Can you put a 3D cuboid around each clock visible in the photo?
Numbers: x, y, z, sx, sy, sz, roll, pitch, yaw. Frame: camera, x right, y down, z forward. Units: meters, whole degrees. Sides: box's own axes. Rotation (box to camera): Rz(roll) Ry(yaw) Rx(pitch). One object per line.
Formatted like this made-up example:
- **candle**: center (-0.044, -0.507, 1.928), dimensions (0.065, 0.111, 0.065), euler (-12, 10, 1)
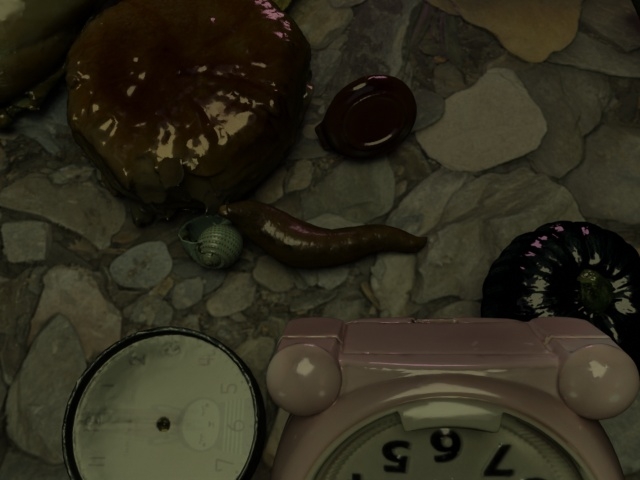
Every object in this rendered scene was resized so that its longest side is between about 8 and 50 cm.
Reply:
- **clock**: center (-0.167, 0.197, 0.699), dimensions (0.215, 0.042, 0.214), euler (0, 69, 1)
- **clock**: center (0.104, 0.235, 0.571), dimensions (0.342, 0.184, 0.325), euler (-1, 94, 10)

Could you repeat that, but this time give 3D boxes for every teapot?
- **teapot**: center (0.056, -0.154, 0.822), dimensions (0.129, 0.078, 0.098), euler (-28, 111, 4)

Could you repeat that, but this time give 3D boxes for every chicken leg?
- **chicken leg**: center (-0.322, -0.340, 0.874), dimensions (0.201, 0.152, 0.429), euler (46, 68, 4)

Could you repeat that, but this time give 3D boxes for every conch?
- **conch**: center (-0.127, 0.002, 0.768), dimensions (0.076, 0.085, 0.056), euler (4, 113, 9)

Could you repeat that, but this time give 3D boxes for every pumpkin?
- **pumpkin**: center (0.266, 0.074, 0.692), dimensions (0.194, 0.150, 0.194), euler (-1, 91, -26)

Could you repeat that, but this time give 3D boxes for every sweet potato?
- **sweet potato**: center (0.002, 0.002, 0.768), dimensions (0.250, 0.059, 0.069), euler (10, 91, -7)

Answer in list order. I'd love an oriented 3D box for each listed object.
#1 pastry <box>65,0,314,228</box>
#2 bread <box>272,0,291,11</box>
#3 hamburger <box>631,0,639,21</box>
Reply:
- **pastry**: center (-0.168, -0.187, 0.800), dimensions (0.330, 0.136, 0.329), euler (-1, 67, 2)
- **bread**: center (-0.078, -0.394, 0.879), dimensions (0.127, 0.152, 0.147), euler (23, 70, 21)
- **hamburger**: center (0.537, -0.269, 0.802), dimensions (0.192, 0.167, 0.288), euler (-30, 71, -9)
